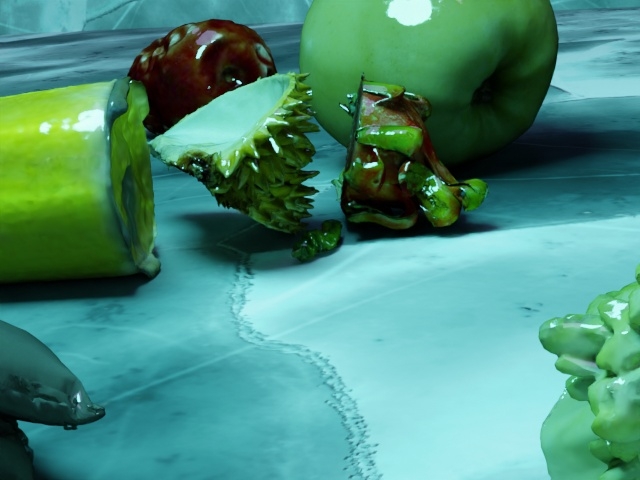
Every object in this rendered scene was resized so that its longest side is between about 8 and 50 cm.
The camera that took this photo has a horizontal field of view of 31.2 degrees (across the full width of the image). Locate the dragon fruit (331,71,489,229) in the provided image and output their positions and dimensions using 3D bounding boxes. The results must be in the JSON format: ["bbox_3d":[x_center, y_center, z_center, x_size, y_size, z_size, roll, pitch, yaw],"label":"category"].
[{"bbox_3d":[0.061,-0.062,0.990,0.175,0.138,0.142,31,70,15],"label":"dragon fruit"}]

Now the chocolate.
[{"bbox_3d":[-0.352,-0.039,0.915,0.445,0.162,0.162,-5,16,5],"label":"chocolate"}]

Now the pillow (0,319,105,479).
[{"bbox_3d":[-0.293,0.037,0.586,0.326,0.101,0.228,14,-13,45],"label":"pillow"}]

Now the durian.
[{"bbox_3d":[-0.069,-0.065,0.968,0.139,0.145,0.252,-12,21,-11],"label":"durian"}]

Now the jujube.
[{"bbox_3d":[-0.157,-0.196,1.440,0.155,0.155,0.230,-17,14,-36],"label":"jujube"}]

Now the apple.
[{"bbox_3d":[0.111,-0.192,1.184,0.262,0.263,0.262,-4,16,1],"label":"apple"}]

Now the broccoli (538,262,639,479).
[{"bbox_3d":[0.181,0.074,0.396,0.246,0.263,0.243,23,-25,-26],"label":"broccoli"}]

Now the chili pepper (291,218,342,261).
[{"bbox_3d":[0.000,0.000,0.935,0.027,0.022,0.083,34,25,10],"label":"chili pepper"}]
